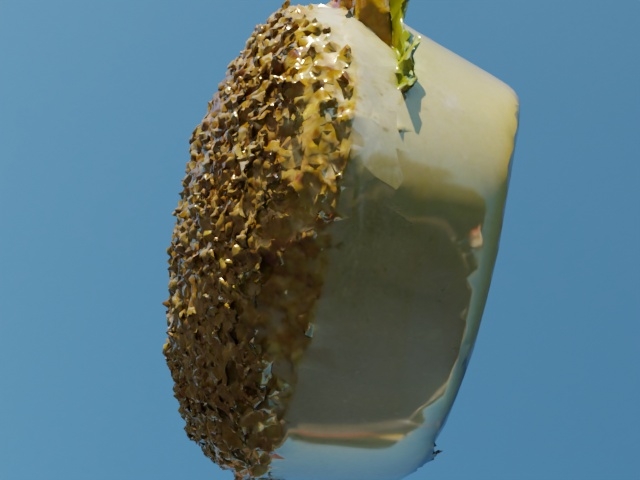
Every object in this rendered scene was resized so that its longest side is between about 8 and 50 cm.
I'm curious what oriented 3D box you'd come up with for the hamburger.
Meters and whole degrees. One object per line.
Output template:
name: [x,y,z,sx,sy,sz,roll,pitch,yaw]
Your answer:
hamburger: [0.000,0.000,0.890,0.179,0.294,0.276,16,-29,-4]
